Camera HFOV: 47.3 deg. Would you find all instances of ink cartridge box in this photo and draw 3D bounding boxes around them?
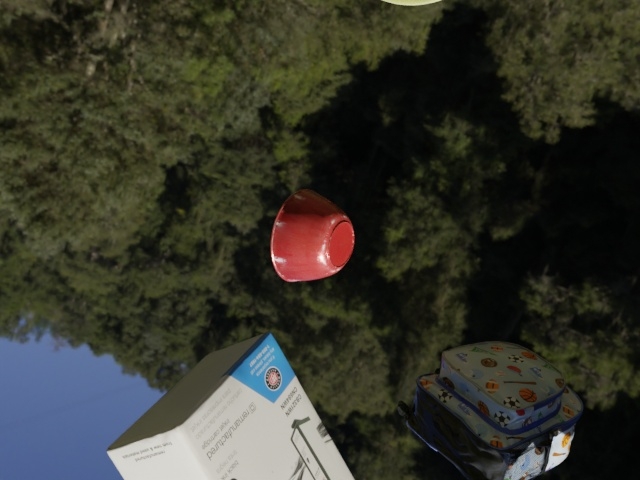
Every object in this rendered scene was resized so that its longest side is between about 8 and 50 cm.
[{"bbox_3d":[-0.053,0.202,0.596,0.085,0.203,0.148,-24,-170,31],"label":"ink cartridge box"}]

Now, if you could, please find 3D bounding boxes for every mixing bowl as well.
[{"bbox_3d":[0.000,0.000,1.370,0.098,0.182,0.181,14,-174,33],"label":"mixing bowl"}]

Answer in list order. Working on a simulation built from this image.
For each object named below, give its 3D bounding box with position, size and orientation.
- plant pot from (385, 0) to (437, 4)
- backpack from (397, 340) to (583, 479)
[{"bbox_3d":[0.166,-0.499,1.108,0.276,0.276,0.254,21,-159,12],"label":"plant pot"},{"bbox_3d":[0.322,0.300,1.298,0.263,0.213,0.276,-2,-151,-37],"label":"backpack"}]
